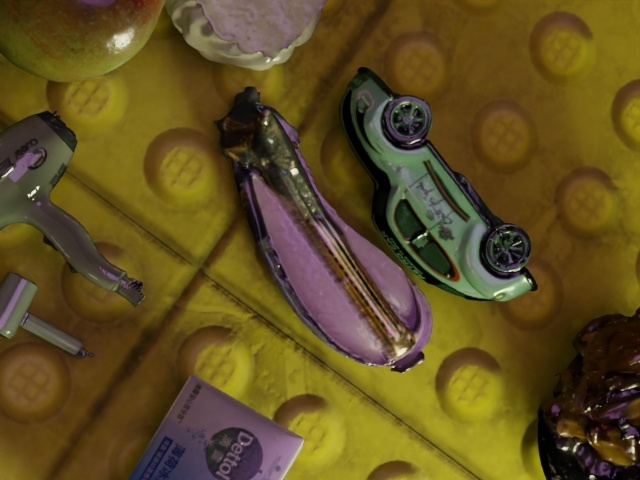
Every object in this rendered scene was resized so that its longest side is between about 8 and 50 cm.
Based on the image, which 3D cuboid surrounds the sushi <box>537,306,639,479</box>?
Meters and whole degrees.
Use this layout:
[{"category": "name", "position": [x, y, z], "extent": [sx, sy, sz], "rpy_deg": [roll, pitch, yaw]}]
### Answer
[{"category": "sushi", "position": [0.338, 0.180, 1.990], "extent": [0.213, 0.200, 0.204], "rpy_deg": [-21, 90, -17]}]

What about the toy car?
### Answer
[{"category": "toy car", "position": [0.111, -0.045, 1.961], "extent": [0.125, 0.136, 0.306], "rpy_deg": [-40, 100, -1]}]

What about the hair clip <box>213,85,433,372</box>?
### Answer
[{"category": "hair clip", "position": [-0.002, 0.001, 1.960], "extent": [0.359, 0.095, 0.110], "rpy_deg": [59, 38, -16]}]

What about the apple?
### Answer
[{"category": "apple", "position": [-0.263, -0.262, 1.822], "extent": [0.207, 0.174, 0.188], "rpy_deg": [-34, 125, 25]}]

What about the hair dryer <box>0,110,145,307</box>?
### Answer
[{"category": "hair dryer", "position": [-0.317, 0.006, 1.831], "extent": [0.219, 0.088, 0.225], "rpy_deg": [-25, 84, -2]}]

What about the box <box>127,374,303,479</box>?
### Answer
[{"category": "box", "position": [-0.124, 0.259, 1.878], "extent": [0.139, 0.073, 0.194], "rpy_deg": [29, 78, 4]}]

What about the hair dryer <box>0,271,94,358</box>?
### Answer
[{"category": "hair dryer", "position": [-0.284, 0.087, 1.872], "extent": [0.124, 0.038, 0.063], "rpy_deg": [31, 78, -20]}]

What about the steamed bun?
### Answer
[{"category": "steamed bun", "position": [-0.082, -0.265, 1.920], "extent": [0.182, 0.106, 0.183], "rpy_deg": [0, 91, -19]}]
